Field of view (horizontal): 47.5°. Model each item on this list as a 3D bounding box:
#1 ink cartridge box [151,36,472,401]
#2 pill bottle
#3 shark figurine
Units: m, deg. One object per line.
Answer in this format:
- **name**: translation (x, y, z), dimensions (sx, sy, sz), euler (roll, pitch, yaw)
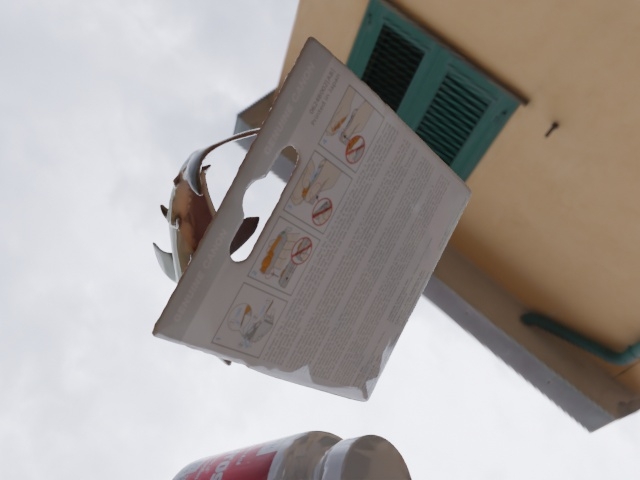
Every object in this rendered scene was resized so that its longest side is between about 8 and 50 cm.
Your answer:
- **ink cartridge box**: translation (0.000, 0.000, 0.806), dimensions (0.091, 0.385, 0.308), euler (26, -93, 39)
- **pill bottle**: translation (-0.059, 0.440, 1.187), dimensions (0.229, 0.407, 0.229), euler (28, -130, -39)
- **shark figurine**: translation (-0.110, -0.021, 0.788), dimensions (0.116, 0.278, 0.166), euler (-17, -138, -27)
